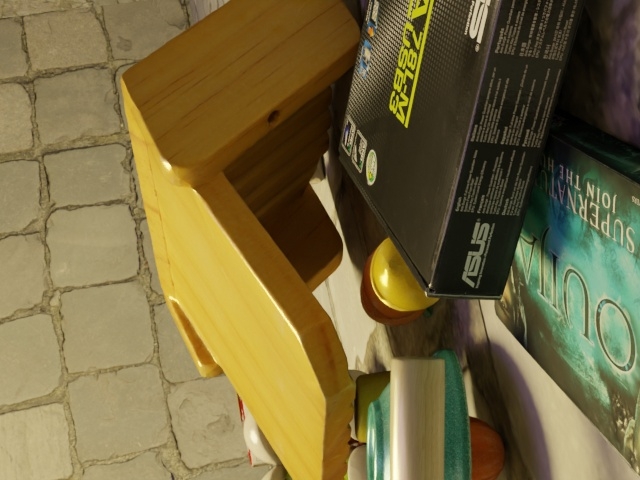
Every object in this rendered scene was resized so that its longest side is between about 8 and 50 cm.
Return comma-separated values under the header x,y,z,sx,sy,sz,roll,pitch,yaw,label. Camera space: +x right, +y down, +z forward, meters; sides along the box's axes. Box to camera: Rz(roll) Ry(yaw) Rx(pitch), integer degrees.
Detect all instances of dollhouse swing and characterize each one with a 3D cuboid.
x,y,z,sx,sy,sz,roll,pitch,yaw,label
0.000,0.000,0.897,0.305,0.315,0.347,37,151,22,dollhouse swing

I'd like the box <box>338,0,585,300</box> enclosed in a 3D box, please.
x,y,z,sx,sy,sz,roll,pitch,yaw,label
0.063,-0.095,0.487,0.184,0.045,0.190,-111,29,-62,box

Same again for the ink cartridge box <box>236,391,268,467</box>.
x,y,z,sx,sy,sz,roll,pitch,yaw,label
-0.089,0.166,1.606,0.272,0.130,0.309,-123,25,-72,ink cartridge box

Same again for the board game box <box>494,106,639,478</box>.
x,y,z,sx,sy,sz,roll,pitch,yaw,label
0.120,0.015,0.432,0.186,0.026,0.126,-120,23,-67,board game box

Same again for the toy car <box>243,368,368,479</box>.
x,y,z,sx,sy,sz,roll,pitch,yaw,label
0.015,0.229,1.041,0.136,0.159,0.182,21,-127,-58,toy car

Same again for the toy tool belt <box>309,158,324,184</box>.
x,y,z,sx,sy,sz,roll,pitch,yaw,label
-0.027,-0.105,1.167,0.052,0.051,0.083,155,105,-81,toy tool belt

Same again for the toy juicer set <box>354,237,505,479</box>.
x,y,z,sx,sy,sz,roll,pitch,yaw,label
0.077,0.104,0.628,0.329,0.090,0.209,-94,6,-73,toy juicer set
